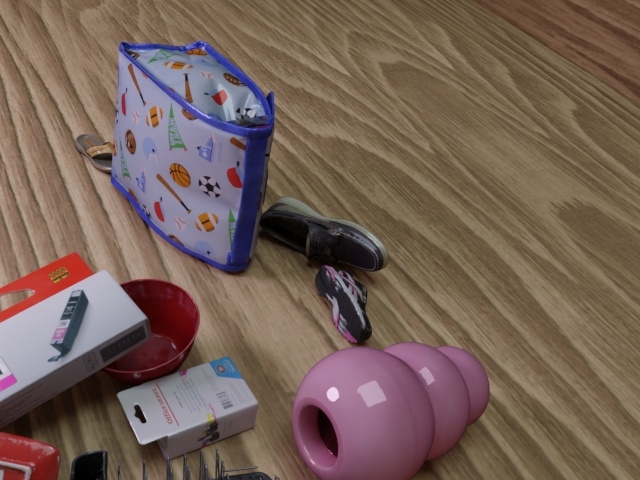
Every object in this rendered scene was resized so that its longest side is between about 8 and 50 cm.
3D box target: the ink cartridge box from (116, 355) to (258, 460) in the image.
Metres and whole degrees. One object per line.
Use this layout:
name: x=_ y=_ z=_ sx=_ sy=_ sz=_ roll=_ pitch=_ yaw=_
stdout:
ink cartridge box: x=-0.198 y=0.251 z=1.016 sx=0.182 sy=0.061 sz=0.104 roll=-13 pitch=43 yaw=-31

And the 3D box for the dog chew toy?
dog chew toy: x=0.124 y=0.243 z=1.018 sx=0.332 sy=0.206 sz=0.206 roll=-9 pitch=41 yaw=-37

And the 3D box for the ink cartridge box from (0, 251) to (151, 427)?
ink cartridge box: x=-0.426 y=0.124 z=0.993 sx=0.275 sy=0.060 sz=0.239 roll=-31 pitch=55 yaw=-29

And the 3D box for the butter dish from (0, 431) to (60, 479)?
butter dish: x=-0.399 y=0.312 z=0.845 sx=0.160 sy=0.118 sz=0.159 roll=12 pitch=81 yaw=0

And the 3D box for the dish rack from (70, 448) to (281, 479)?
dish rack: x=-0.167 y=0.327 z=0.853 sx=0.272 sy=0.074 sz=0.208 roll=-1 pitch=11 yaw=-18

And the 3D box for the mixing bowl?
mixing bowl: x=-0.277 y=0.159 z=1.073 sx=0.182 sy=0.098 sz=0.181 roll=1 pitch=44 yaw=-1

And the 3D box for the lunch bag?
lunch bag: x=-0.228 y=-0.167 z=1.340 sx=0.239 sy=0.327 sz=0.385 roll=-15 pitch=43 yaw=-34

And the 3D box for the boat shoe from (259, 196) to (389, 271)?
boat shoe: x=0.000 y=0.000 z=1.378 sx=0.285 sy=0.102 sz=0.092 roll=27 pitch=44 yaw=25

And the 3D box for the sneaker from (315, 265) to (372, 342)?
sneaker: x=0.061 y=0.110 z=1.275 sx=0.077 sy=0.072 sz=0.178 roll=2 pitch=42 yaw=-30

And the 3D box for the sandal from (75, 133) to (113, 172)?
sandal: x=-0.489 y=-0.202 z=1.537 sx=0.180 sy=0.049 sz=0.072 roll=36 pitch=43 yaw=28
